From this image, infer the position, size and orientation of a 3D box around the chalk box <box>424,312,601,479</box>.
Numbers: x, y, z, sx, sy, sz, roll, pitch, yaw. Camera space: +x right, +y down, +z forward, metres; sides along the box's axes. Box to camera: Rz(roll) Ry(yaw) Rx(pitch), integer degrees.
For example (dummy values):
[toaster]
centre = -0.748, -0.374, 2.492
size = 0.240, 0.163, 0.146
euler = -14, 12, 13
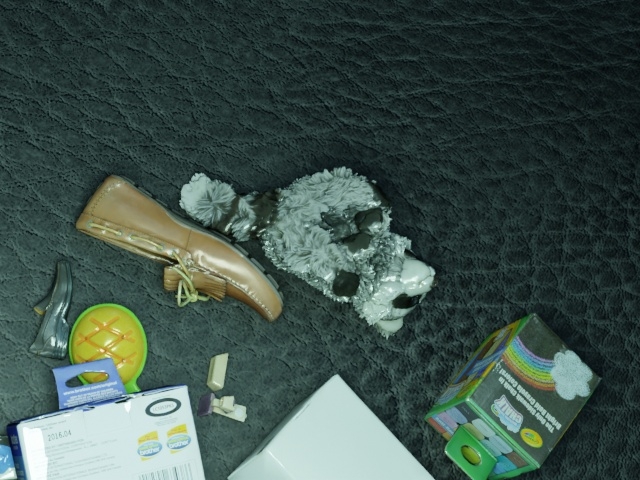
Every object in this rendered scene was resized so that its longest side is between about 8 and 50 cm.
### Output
[chalk box]
centre = 0.323, 0.304, 2.061
size = 0.180, 0.179, 0.289
euler = 45, 63, -1

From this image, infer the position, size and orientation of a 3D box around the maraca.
[maraca]
centre = -0.347, 0.196, 1.900
size = 0.127, 0.099, 0.185
euler = -3, 91, 1

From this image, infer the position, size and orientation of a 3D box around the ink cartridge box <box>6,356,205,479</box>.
[ink cartridge box]
centre = -0.317, 0.379, 1.776
size = 0.270, 0.151, 0.395
euler = -10, 86, -24

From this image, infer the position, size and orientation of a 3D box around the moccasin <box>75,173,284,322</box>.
[moccasin]
centre = -0.236, 0.037, 1.978
size = 0.380, 0.139, 0.147
euler = 32, 76, -10

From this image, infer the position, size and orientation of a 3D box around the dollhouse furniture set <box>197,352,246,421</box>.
[dollhouse furniture set]
centre = -0.144, 0.249, 1.970
size = 0.081, 0.091, 0.114
euler = 22, 60, -28

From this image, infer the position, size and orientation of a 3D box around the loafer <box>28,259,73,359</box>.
[loafer]
centre = -0.443, 0.111, 1.916
size = 0.061, 0.062, 0.170
euler = 6, 67, -13

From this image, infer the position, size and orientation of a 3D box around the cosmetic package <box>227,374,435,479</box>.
[cosmetic package]
centre = 0.064, 0.440, 1.904
size = 0.385, 0.156, 0.217
euler = 47, 47, 3

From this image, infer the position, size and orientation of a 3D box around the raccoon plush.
[raccoon plush]
centre = 0.000, 0.000, 2.097
size = 0.446, 0.299, 0.216
euler = 28, 76, 27

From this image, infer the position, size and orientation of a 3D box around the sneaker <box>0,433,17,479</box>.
[sneaker]
centre = -0.530, 0.335, 1.797
size = 0.152, 0.058, 0.084
euler = -4, 78, -26
